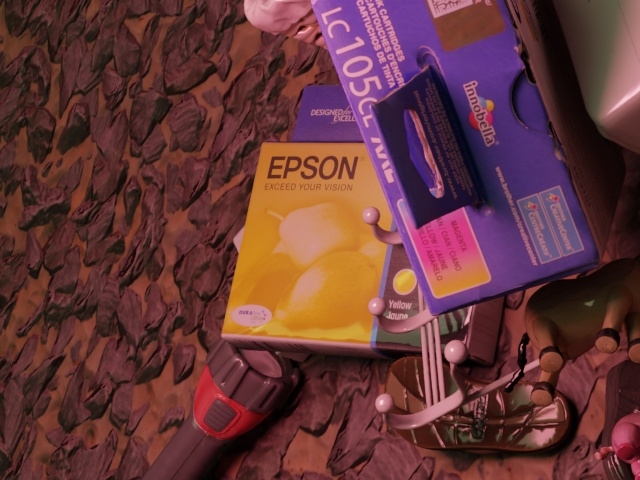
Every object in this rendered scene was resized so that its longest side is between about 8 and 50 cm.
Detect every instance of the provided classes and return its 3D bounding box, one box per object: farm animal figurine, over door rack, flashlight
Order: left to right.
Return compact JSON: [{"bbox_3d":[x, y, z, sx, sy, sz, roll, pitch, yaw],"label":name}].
[{"bbox_3d":[-0.141,0.230,2.230,0.304,0.103,0.103,-53,44,28],"label":"flashlight"},{"bbox_3d":[0.177,0.013,1.819,0.324,0.108,0.239,-23,50,28],"label":"over door rack"},{"bbox_3d":[0.350,0.049,1.538,0.172,0.330,0.327,-71,7,-56],"label":"farm animal figurine"}]

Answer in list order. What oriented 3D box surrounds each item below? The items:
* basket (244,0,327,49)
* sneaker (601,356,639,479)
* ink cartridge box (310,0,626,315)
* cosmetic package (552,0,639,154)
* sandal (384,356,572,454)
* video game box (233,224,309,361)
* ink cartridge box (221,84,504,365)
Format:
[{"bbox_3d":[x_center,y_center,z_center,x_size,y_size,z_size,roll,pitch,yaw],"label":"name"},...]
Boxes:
[{"bbox_3d":[0.099,-0.387,2.067,0.331,0.266,0.328,-36,48,36],"label":"basket"},{"bbox_3d":[0.295,0.144,1.742,0.089,0.051,0.170,-34,39,40],"label":"sneaker"},{"bbox_3d":[0.126,-0.113,1.576,0.151,0.395,0.270,-19,100,14],"label":"ink cartridge box"},{"bbox_3d":[0.418,-0.265,1.554,0.393,0.327,0.329,-41,45,32],"label":"cosmetic package"},{"bbox_3d":[0.156,0.164,1.916,0.219,0.060,0.090,1,80,37],"label":"sandal"},{"bbox_3d":[0.000,0.000,2.191,0.205,0.048,0.187,-48,41,26],"label":"video game box"},{"bbox_3d":[0.061,-0.030,2.049,0.303,0.072,0.307,1,76,35],"label":"ink cartridge box"}]
